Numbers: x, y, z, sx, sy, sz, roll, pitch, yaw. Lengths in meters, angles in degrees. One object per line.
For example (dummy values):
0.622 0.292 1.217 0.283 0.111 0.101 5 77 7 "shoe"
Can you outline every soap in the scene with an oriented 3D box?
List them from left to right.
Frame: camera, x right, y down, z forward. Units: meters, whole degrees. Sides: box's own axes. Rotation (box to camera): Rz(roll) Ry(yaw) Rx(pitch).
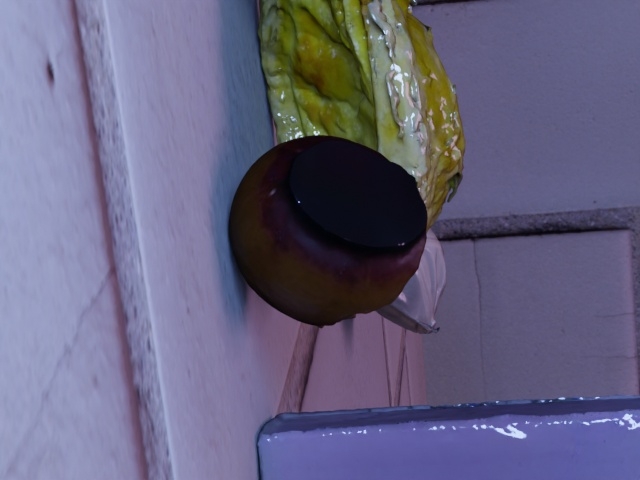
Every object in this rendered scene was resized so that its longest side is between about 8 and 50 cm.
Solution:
0.112 0.256 1.124 0.107 0.296 0.285 -24 108 -81 "soap"

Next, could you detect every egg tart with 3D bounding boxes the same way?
0.033 -0.100 1.166 0.279 0.095 0.279 166 -90 -72 "egg tart"

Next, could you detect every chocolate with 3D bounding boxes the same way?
0.000 0.000 1.046 0.124 0.127 0.133 -52 175 -44 "chocolate"

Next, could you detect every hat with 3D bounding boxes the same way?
0.089 -0.024 1.798 0.219 0.164 0.226 60 48 -79 "hat"
